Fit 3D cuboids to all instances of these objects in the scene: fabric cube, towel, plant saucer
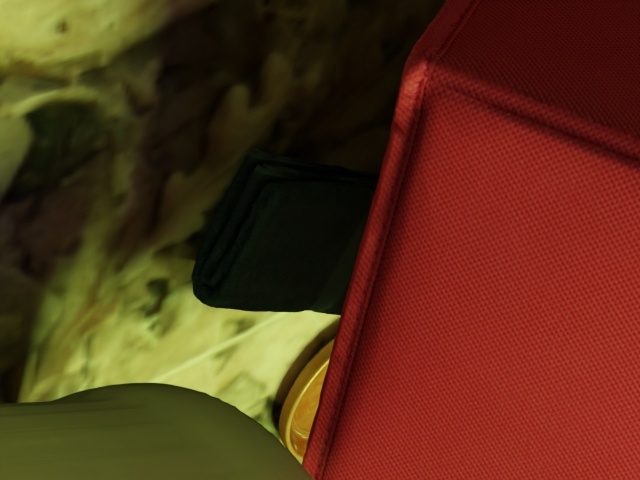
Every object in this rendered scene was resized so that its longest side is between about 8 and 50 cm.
[{"bbox_3d":[0.158,0.027,0.683,0.259,0.258,0.254,-57,165,-52],"label":"fabric cube"},{"bbox_3d":[0.000,0.000,0.773,0.119,0.029,0.067,5,120,-52],"label":"towel"},{"bbox_3d":[0.014,0.067,0.877,0.083,0.013,0.083,-30,144,-25],"label":"plant saucer"}]

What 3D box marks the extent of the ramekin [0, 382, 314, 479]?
[{"bbox_3d":[-0.112,0.183,0.628,0.135,0.277,0.277,8,120,-43],"label":"ramekin"}]
